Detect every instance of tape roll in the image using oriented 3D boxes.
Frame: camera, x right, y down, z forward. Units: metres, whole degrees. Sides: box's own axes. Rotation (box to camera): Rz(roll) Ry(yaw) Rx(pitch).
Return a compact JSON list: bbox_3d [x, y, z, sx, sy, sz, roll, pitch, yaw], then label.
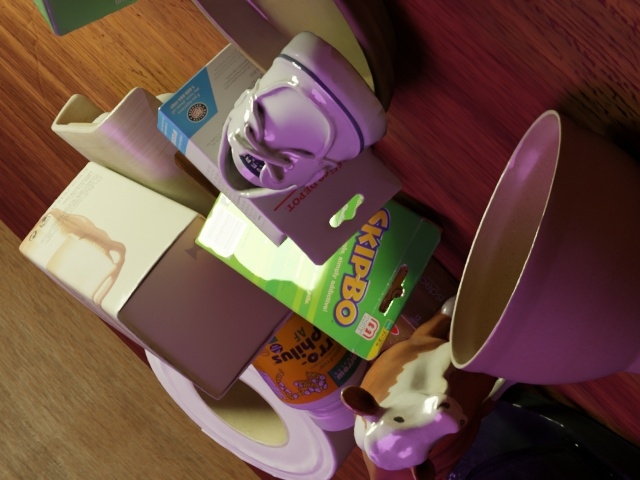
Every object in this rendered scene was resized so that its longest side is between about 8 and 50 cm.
[{"bbox_3d":[-0.072,0.163,2.108,0.286,0.100,0.286,29,151,18],"label":"tape roll"}]

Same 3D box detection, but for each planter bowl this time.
[{"bbox_3d":[0.156,0.018,1.043,0.109,0.162,0.162,21,168,-6],"label":"planter bowl"}]

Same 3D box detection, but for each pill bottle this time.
[{"bbox_3d":[-0.020,0.108,1.893,0.117,0.117,0.208,28,158,53],"label":"pill bottle"}]

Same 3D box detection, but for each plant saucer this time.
[{"bbox_3d":[-0.043,-0.194,1.235,0.278,0.041,0.278,43,167,12],"label":"plant saucer"}]

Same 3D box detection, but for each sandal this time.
[{"bbox_3d":[0.214,0.237,1.493,0.446,0.107,0.167,17,129,57],"label":"sandal"}]

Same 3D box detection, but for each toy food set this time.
[{"bbox_3d":[-0.152,-0.080,1.853,0.220,0.092,0.306,40,172,-16],"label":"toy food set"}]

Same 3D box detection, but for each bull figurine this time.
[{"bbox_3d":[0.094,0.124,1.431,0.101,0.188,0.310,43,167,9],"label":"bull figurine"}]

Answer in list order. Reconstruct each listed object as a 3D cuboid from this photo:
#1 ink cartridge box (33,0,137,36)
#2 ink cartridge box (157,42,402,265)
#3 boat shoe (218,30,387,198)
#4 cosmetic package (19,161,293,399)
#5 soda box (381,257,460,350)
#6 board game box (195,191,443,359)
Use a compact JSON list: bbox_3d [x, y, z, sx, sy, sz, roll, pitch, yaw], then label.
[{"bbox_3d":[-0.198,-0.278,1.210,0.160,0.092,0.219,54,165,38],"label":"ink cartridge box"},{"bbox_3d":[-0.033,-0.070,1.431,0.181,0.104,0.061,45,167,3],"label":"ink cartridge box"},{"bbox_3d":[-0.021,-0.073,1.254,0.095,0.084,0.258,46,167,2],"label":"boat shoe"},{"bbox_3d":[-0.169,0.034,1.764,0.153,0.129,0.296,43,170,-27],"label":"cosmetic package"},{"bbox_3d":[0.068,0.053,1.589,0.061,0.058,0.181,46,167,0],"label":"soda box"},{"bbox_3d":[0.000,0.000,1.498,0.039,0.124,0.259,24,-174,-42],"label":"board game box"}]
